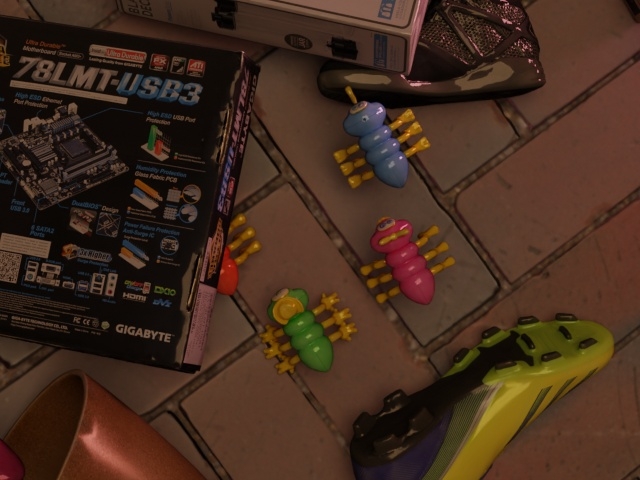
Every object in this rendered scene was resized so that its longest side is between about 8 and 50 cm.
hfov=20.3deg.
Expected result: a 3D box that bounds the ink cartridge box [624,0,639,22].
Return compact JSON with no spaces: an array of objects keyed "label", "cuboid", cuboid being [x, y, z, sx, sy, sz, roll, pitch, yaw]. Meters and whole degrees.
[{"label":"ink cartridge box","cuboid":[0.372,-0.361,1.787,0.235,0.088,0.193,-31,89,-8]}]

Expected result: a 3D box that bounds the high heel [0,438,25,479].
[{"label":"high heel","cuboid":[-0.345,0.137,1.582,0.082,0.244,0.117,-7,110,-45]}]

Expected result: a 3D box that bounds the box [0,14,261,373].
[{"label":"box","cuboid":[-0.227,-0.048,1.637,0.295,0.073,0.293,9,83,12]}]

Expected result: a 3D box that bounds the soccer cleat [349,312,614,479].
[{"label":"soccer cleat","cuboid":[0.160,0.169,1.730,0.289,0.093,0.121,-28,121,-14]}]

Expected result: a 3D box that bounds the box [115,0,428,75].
[{"label":"box","cuboid":[-0.037,-0.273,1.673,0.290,0.087,0.169,14,72,7]}]

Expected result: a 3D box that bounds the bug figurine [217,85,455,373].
[{"label":"bug figurine","cuboid":[0.000,0.000,1.686,0.279,0.072,0.216,-33,96,3]}]

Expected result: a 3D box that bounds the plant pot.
[{"label":"plant pot","cuboid":[-0.173,0.281,1.606,0.254,0.237,0.237,34,81,-20]}]

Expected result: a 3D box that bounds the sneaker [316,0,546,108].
[{"label":"sneaker","cuboid":[0.101,-0.197,1.737,0.227,0.087,0.130,-8,84,-11]}]
